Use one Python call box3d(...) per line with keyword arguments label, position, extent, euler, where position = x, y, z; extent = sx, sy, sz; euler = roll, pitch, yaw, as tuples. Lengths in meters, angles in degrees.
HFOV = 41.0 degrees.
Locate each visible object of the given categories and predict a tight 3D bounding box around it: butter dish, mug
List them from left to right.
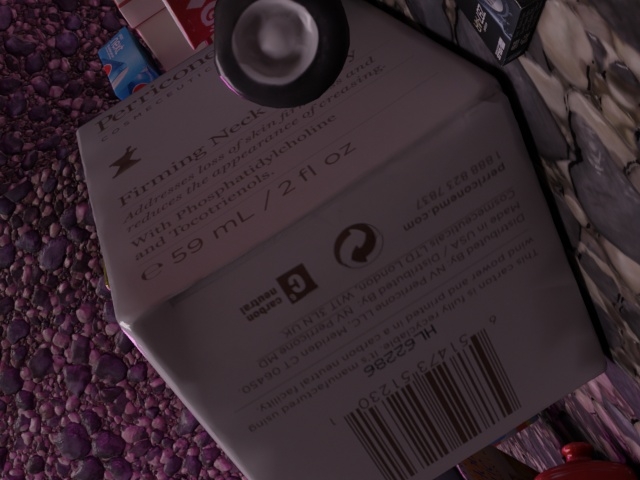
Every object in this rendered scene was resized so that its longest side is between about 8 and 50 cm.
box3d(label="mug", position=(-0.105, -0.314, 0.966), extent=(0.113, 0.169, 0.150), euler=(58, 178, 10))
box3d(label="butter dish", position=(0.295, 0.282, 0.947), extent=(0.160, 0.159, 0.118), euler=(56, -155, -60))

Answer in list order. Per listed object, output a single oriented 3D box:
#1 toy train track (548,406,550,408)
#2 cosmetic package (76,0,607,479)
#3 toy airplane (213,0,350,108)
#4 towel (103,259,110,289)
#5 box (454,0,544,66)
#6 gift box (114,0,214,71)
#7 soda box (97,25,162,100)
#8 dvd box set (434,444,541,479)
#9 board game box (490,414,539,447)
box3d(label="toy train track", position=(0.301, 0.212, 1.201), extent=(0.048, 0.014, 0.083), euler=(57, 177, 39))
box3d(label="cosmetic package", position=(0.000, 0.000, 0.839), extent=(0.327, 0.329, 0.394), euler=(58, 178, -33))
box3d(label="toy airplane", position=(-0.104, -0.259, 0.363), extent=(0.384, 0.273, 0.386), euler=(9, -155, -50))
box3d(label="towel", position=(-0.148, 0.091, 0.879), extent=(0.237, 0.021, 0.102), euler=(58, -176, -35))
box3d(label="box", position=(0.102, -0.149, 0.510), extent=(0.067, 0.018, 0.083), euler=(58, 178, 11))
box3d(label="gift box", position=(-0.245, -0.435, 1.447), extent=(0.276, 0.255, 0.258), euler=(49, 174, 40))
box3d(label="soda box", position=(-0.319, -0.288, 1.463), extent=(0.067, 0.071, 0.210), euler=(45, -174, -37))
box3d(label="dvd box set", position=(0.307, 0.410, 1.196), extent=(0.420, 0.062, 0.308), euler=(34, -168, -30))
box3d(label="board game box", position=(0.213, 0.206, 1.417), extent=(0.144, 0.142, 0.275), euler=(59, 178, -32))
